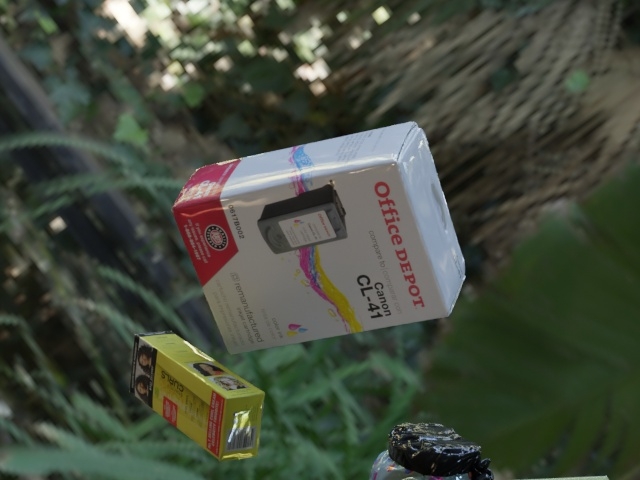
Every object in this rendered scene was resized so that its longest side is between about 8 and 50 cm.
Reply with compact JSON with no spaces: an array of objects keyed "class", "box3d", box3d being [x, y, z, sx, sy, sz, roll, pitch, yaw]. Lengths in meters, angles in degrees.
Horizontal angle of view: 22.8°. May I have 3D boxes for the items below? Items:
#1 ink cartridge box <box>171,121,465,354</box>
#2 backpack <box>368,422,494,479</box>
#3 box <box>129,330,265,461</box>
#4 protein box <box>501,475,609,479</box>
[{"class":"ink cartridge box","box3d":[0.000,0.000,1.986,0.131,0.306,0.226,-59,134,-58]},{"class":"backpack","box3d":[0.109,0.295,1.701,0.152,0.115,0.182,-146,-118,-78]},{"class":"box","box3d":[-0.155,0.188,1.952,0.058,0.087,0.232,-4,19,-35]},{"class":"protein box","box3d":[0.182,0.325,1.411,0.201,0.136,0.200,8,60,-51]}]
